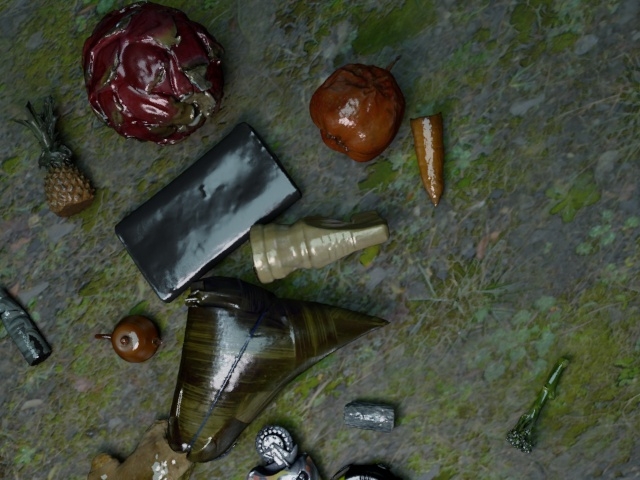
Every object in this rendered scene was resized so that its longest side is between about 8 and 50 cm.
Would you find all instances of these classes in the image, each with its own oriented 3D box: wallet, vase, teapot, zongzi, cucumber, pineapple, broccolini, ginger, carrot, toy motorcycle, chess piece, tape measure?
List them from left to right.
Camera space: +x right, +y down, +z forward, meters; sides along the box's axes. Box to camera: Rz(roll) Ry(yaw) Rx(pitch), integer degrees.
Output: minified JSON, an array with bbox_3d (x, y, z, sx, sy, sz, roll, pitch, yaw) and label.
[{"bbox_3d":[-0.715,0.196,1.935,0.060,0.060,0.211,-37,80,6],"label":"vase"},{"bbox_3d":[-0.625,-0.197,1.914,0.119,0.130,0.277,-25,80,-4],"label":"pineapple"},{"bbox_3d":[-0.430,0.223,1.853,0.173,0.116,0.116,4,87,12],"label":"teapot"},{"bbox_3d":[-0.405,0.525,1.819,0.221,0.130,0.275,23,85,20],"label":"ginger"},{"bbox_3d":[-0.260,-0.064,1.867,0.406,0.062,0.228,-38,81,7],"label":"wallet"},{"bbox_3d":[-0.098,0.303,1.741,0.432,0.208,0.403,11,88,7],"label":"zongzi"},{"bbox_3d":[-0.091,0.559,1.768,0.173,0.108,0.307,14,91,6],"label":"toy motorcycle"},{"bbox_3d":[0.000,0.000,1.767,0.301,0.137,0.137,-12,84,6],"label":"chess piece"},{"bbox_3d":[0.091,0.568,1.730,0.199,0.112,0.186,-1,84,9],"label":"tape measure"},{"bbox_3d":[0.105,0.380,1.763,0.112,0.064,0.064,3,86,11],"label":"cucumber"},{"bbox_3d":[0.242,-0.174,1.776,0.072,0.072,0.205,-8,86,10],"label":"carrot"},{"bbox_3d":[0.454,0.337,1.702,0.058,0.067,0.216,26,91,-27],"label":"broccolini"}]

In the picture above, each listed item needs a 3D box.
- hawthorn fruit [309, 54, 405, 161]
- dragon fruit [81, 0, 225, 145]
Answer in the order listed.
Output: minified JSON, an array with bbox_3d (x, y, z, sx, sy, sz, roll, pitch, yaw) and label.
[{"bbox_3d":[0.097,-0.302,1.751,0.207,0.207,0.243,34,84,11],"label":"hawthorn fruit"},{"bbox_3d":[-0.367,-0.364,1.790,0.329,0.329,0.329,-1,86,11],"label":"dragon fruit"}]
